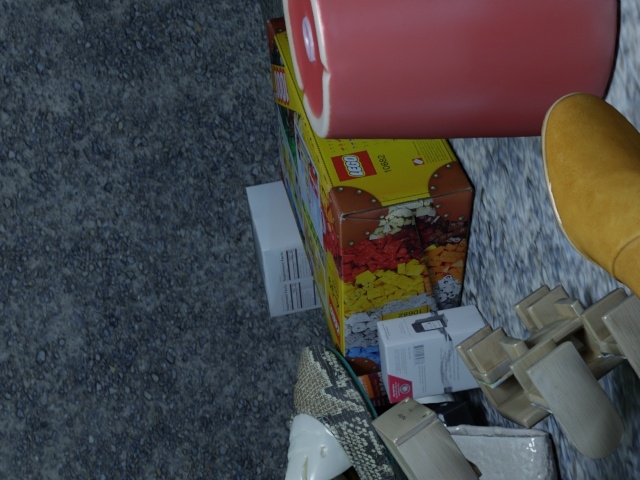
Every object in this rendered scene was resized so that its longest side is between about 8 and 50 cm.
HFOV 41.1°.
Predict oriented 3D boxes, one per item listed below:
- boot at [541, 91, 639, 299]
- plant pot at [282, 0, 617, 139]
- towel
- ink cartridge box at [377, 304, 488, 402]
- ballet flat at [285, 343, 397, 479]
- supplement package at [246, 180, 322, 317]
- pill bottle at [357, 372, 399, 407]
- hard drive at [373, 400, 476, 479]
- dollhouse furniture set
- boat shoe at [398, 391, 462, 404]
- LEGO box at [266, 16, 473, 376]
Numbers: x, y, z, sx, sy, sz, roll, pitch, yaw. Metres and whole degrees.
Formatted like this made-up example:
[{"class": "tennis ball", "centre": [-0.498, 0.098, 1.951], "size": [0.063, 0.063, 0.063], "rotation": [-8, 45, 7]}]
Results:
[{"class": "boot", "centre": [0.257, -0.009, 0.547], "size": [0.211, 0.104, 0.295], "rotation": [115, 138, -68]}, {"class": "plant pot", "centre": [0.099, -0.211, 0.800], "size": [0.275, 0.243, 0.275], "rotation": [168, 90, -83]}, {"class": "towel", "centre": [0.225, 0.345, 1.146], "size": [0.282, 0.049, 0.187], "rotation": [-18, 85, 59]}, {"class": "ink cartridge box", "centre": [0.164, 0.164, 1.235], "size": [0.063, 0.150, 0.109], "rotation": [-107, 9, -60]}, {"class": "ballet flat", "centre": [0.054, 0.397, 1.285], "size": [0.164, 0.182, 0.483], "rotation": [-32, 85, 55]}, {"class": "supplement package", "centre": [0.000, 0.000, 1.752], "size": [0.199, 0.263, 0.198], "rotation": [-109, 11, -46]}, {"class": "pill bottle", "centre": [0.101, 0.297, 1.613], "size": [0.121, 0.221, 0.121], "rotation": [168, 90, -82]}, {"class": "hard drive", "centre": [0.150, 0.386, 1.390], "size": [0.339, 0.064, 0.237], "rotation": [-20, 89, 58]}, {"class": "dollhouse furniture set", "centre": [0.196, 0.167, 0.761], "size": [0.161, 0.242, 0.212], "rotation": [57, 173, -2]}, {"class": "boat shoe", "centre": [0.188, 0.343, 1.462], "size": [0.116, 0.099, 0.319], "rotation": [46, 140, 33]}, {"class": "LEGO box", "centre": [0.064, -0.095, 1.413], "size": [0.372, 0.193, 0.500], "rotation": [87, 169, -46]}]
